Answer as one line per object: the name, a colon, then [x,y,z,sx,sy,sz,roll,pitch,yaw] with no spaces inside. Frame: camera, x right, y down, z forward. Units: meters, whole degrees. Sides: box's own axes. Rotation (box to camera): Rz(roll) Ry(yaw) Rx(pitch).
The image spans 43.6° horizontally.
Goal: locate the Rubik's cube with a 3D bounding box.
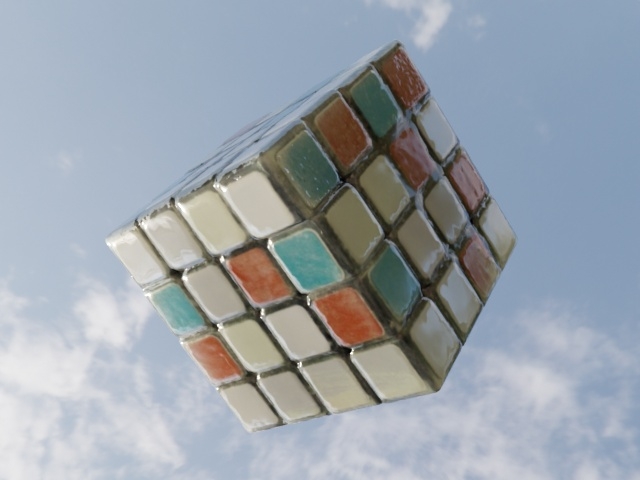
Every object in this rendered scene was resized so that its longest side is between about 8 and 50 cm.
Rubik's cube: [0.001,0.000,0.786,0.253,0.259,0.256,55,-137,-12]
